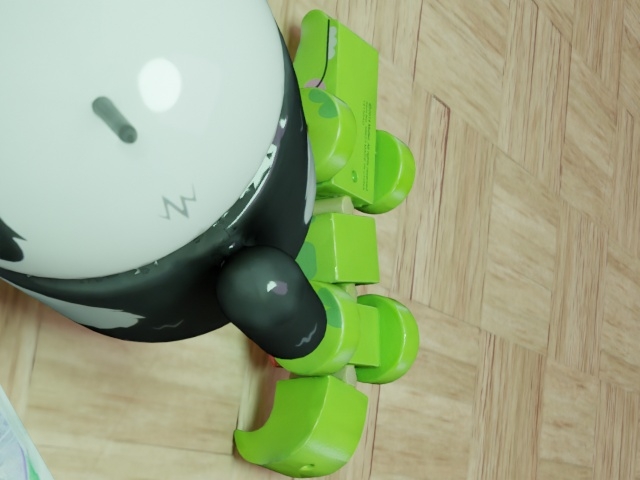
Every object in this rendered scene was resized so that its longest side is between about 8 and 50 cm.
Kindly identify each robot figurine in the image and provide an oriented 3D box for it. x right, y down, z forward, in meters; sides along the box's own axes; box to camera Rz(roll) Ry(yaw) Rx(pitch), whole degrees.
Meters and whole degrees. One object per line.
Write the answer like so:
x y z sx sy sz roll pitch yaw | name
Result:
-0.094 -0.043 0.509 0.278 0.209 0.173 75 22 -75 | robot figurine

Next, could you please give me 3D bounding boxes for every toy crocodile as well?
0.000 0.000 0.780 0.115 0.105 0.340 16 72 -56 | toy crocodile

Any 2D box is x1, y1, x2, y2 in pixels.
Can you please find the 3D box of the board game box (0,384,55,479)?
-0.257 0.147 0.377 0.390 0.050 0.390 -47 126 -42 | board game box
